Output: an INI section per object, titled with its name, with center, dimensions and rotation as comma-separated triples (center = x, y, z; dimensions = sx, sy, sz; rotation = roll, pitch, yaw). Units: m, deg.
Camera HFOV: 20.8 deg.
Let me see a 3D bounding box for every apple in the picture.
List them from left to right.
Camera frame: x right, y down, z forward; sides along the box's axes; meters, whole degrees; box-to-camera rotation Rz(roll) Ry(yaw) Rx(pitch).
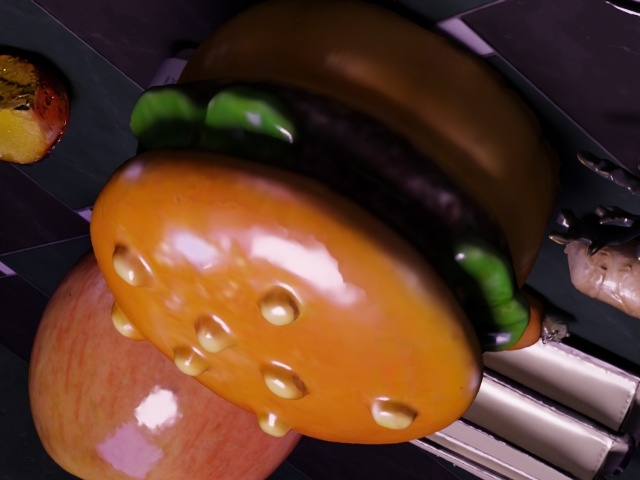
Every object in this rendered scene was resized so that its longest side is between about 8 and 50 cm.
[apple]
center = -0.183, 0.166, 2.138
dimensions = 0.364, 0.364, 0.364
rotation = 27, 159, 11

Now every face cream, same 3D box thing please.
[face cream]
center = -0.128, -0.131, 1.696
dimensions = 0.091, 0.095, 0.091
rotation = 26, 159, 11

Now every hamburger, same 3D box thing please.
[hamburger]
center = 0.000, 0.000, 1.500
dimensions = 0.396, 0.277, 0.396
rotation = 22, 150, 13

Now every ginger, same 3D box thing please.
[ginger]
center = 0.298, 0.038, 1.532
dimensions = 0.190, 0.069, 0.095
rotation = 17, 158, 41

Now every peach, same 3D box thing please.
[peach]
center = -0.342, -0.155, 1.950
dimensions = 0.127, 0.092, 0.172
rotation = 33, 149, -21

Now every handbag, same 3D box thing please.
[handbag]
center = 0.171, 0.174, 1.913
dimensions = 0.358, 0.160, 0.237
rotation = 26, 167, 12

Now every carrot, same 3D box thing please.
[carrot]
center = 0.093, 0.058, 1.796
dimensions = 0.336, 0.069, 0.069
rotation = 12, 157, 7

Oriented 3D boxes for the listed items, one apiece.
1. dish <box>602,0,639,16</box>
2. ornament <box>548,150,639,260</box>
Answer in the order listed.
[dish]
center = 0.195, -0.222, 1.019
dimensions = 0.316, 0.106, 0.316
rotation = 26, 159, 11
[ornament]
center = 0.288, 0.026, 1.368
dimensions = 0.236, 0.202, 0.080
rotation = 34, 121, -5
